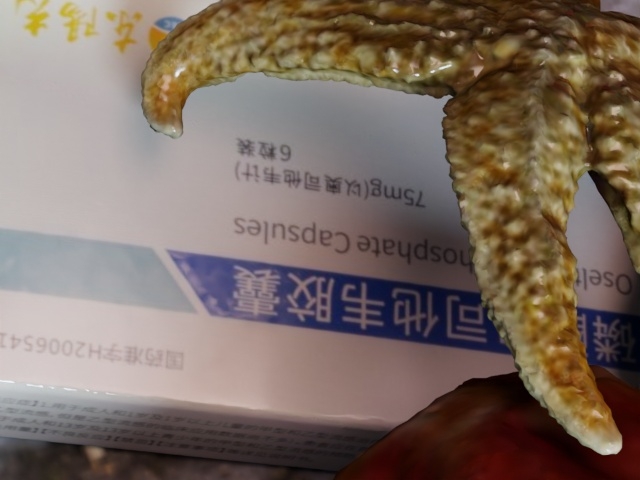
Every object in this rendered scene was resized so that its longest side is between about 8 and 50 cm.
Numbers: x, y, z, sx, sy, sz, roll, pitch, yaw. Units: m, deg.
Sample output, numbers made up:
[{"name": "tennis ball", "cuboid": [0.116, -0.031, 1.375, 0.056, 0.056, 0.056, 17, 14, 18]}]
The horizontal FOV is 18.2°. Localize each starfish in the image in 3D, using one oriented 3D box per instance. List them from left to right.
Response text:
[{"name": "starfish", "cuboid": [0.091, -0.053, 0.828, 0.327, 0.094, 0.375, 18, 36, 5]}]

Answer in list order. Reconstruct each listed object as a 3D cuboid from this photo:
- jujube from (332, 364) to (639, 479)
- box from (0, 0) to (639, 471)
[{"name": "jujube", "cuboid": [0.059, 0.224, 0.726, 0.276, 0.276, 0.377, 27, 65, -8]}, {"name": "box", "cuboid": [0.000, 0.000, 0.903, 0.343, 0.065, 0.200, 8, 66, -17]}]
